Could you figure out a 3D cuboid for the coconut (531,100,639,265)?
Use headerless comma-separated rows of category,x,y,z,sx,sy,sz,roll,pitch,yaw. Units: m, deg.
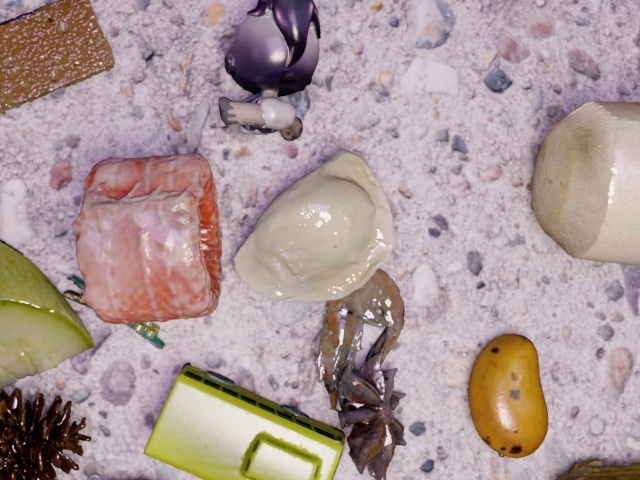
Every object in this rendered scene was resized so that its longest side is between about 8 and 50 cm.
coconut,0.451,-0.082,1.043,0.266,0.237,0.237,9,84,-4

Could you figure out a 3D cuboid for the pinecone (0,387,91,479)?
pinecone,-0.397,0.275,0.984,0.165,0.163,0.162,-12,86,-14

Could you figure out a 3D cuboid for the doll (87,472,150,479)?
doll,-0.230,0.393,1.025,0.227,0.075,0.102,35,93,-10

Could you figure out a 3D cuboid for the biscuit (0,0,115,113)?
biscuit,-0.435,-0.276,1.097,0.231,0.025,0.131,-23,88,-6

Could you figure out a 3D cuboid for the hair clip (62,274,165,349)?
hair clip,-0.297,0.102,1.063,0.173,0.049,0.049,31,83,0

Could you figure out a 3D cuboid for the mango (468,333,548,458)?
mango,0.274,0.228,1.073,0.115,0.090,0.178,-4,82,-15

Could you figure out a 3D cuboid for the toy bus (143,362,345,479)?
toy bus,-0.098,0.280,1.009,0.262,0.150,0.128,24,85,-2

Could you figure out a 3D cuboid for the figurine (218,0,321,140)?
figurine,-0.069,-0.267,1.067,0.145,0.145,0.222,6,89,-4

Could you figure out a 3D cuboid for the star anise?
star anise,0.070,0.253,1.025,0.061,0.204,0.180,-10,62,27

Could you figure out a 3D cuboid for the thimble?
thimble,-0.223,0.000,0.980,0.162,0.239,0.239,-3,85,0

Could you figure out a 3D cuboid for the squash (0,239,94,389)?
squash,-0.482,0.093,1.059,0.237,0.155,0.204,-24,124,-4

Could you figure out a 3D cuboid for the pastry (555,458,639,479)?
pastry,0.436,0.439,1.053,0.257,0.121,0.235,-6,89,-7

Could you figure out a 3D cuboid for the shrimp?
shrimp,0.061,0.148,1.089,0.126,0.047,0.223,14,82,-13

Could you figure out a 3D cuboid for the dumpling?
dumpling,0.000,0.000,1.055,0.252,0.131,0.179,-41,95,-2
